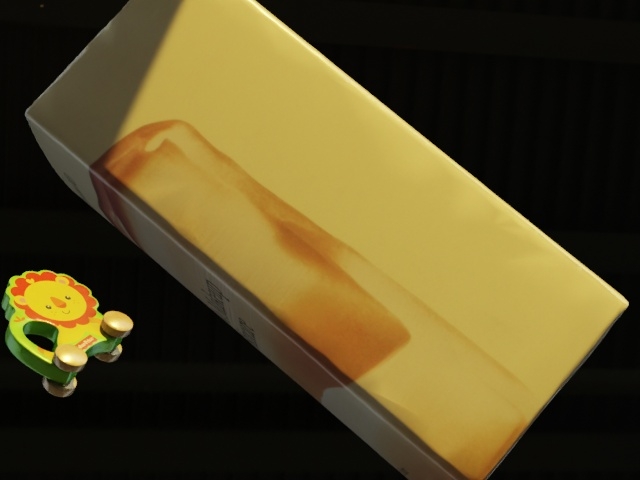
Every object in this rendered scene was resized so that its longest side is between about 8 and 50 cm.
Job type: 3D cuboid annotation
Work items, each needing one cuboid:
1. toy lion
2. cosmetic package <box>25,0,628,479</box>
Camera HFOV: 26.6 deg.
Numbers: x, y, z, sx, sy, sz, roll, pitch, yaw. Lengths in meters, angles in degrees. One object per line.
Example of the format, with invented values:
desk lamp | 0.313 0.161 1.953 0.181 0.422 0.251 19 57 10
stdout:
toy lion | -0.195 0.060 0.988 0.096 0.100 0.034 32 -61 10
cosmetic package | 0.000 0.000 0.734 0.296 0.153 0.129 40 -100 10
